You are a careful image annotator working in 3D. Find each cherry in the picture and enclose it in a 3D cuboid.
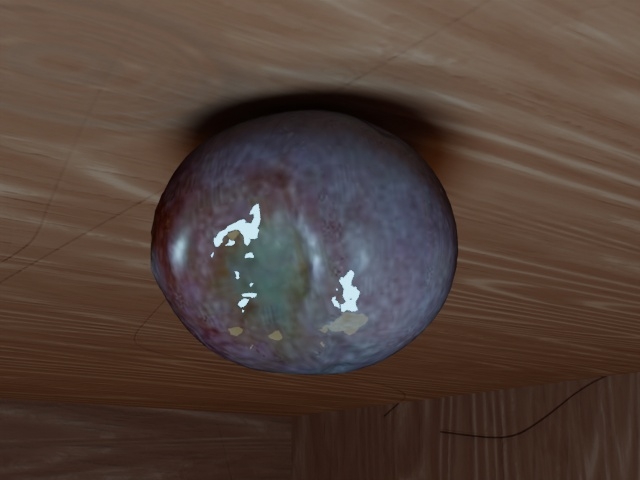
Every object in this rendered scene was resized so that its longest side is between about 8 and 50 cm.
[{"bbox_3d":[-0.004,-0.006,0.771,0.239,0.206,0.239,-15,-164,4],"label":"cherry"}]
